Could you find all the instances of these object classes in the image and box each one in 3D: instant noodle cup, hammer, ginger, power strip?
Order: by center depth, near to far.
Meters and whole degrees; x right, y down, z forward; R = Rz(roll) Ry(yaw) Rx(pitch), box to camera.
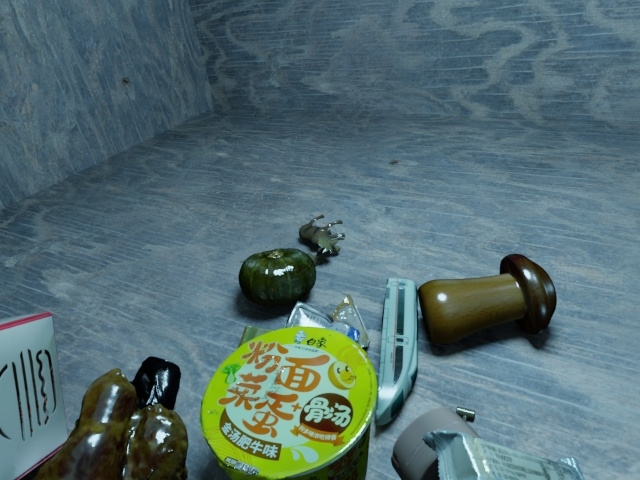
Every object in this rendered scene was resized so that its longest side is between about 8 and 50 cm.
[{"bbox_3d":[-0.379,0.454,0.753,0.254,0.176,0.418,35,52,-12],"label":"ginger"},{"bbox_3d":[0.204,0.368,0.770,0.154,0.154,0.078,-21,31,-18],"label":"power strip"},{"bbox_3d":[-0.040,0.340,0.809,0.312,0.221,0.311,-7,32,4],"label":"instant noodle cup"},{"bbox_3d":[0.273,0.374,0.873,0.036,0.019,0.110,8,41,25],"label":"hammer"}]

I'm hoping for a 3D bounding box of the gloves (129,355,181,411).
[{"bbox_3d":[-0.386,0.356,0.976,0.164,0.124,0.203,-10,47,41],"label":"gloves"}]

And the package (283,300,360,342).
[{"bbox_3d":[-0.012,0.244,1.027,0.173,0.027,0.171,27,59,-2],"label":"package"}]

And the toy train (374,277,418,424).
[{"bbox_3d":[0.180,0.245,1.036,0.088,0.086,0.407,4,34,10],"label":"toy train"}]

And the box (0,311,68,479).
[{"bbox_3d":[-0.720,0.318,0.850,0.313,0.314,0.300,-7,1,3],"label":"box"}]

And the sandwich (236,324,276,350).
[{"bbox_3d":[-0.129,0.304,1.084,0.117,0.144,0.187,9,72,27],"label":"sandwich"}]

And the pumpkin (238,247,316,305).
[{"bbox_3d":[-0.120,0.104,1.266,0.224,0.157,0.223,-8,16,2],"label":"pumpkin"}]

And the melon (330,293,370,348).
[{"bbox_3d":[0.059,0.220,1.103,0.140,0.093,0.202,29,53,28],"label":"melon"}]

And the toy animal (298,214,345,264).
[{"bbox_3d":[0.000,0.000,1.474,0.186,0.093,0.214,-28,29,-34],"label":"toy animal"}]

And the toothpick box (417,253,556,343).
[{"bbox_3d":[0.389,0.143,1.057,0.295,0.192,0.192,-13,32,5],"label":"toothpick box"}]

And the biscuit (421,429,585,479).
[{"bbox_3d":[0.304,0.388,0.659,0.309,0.079,0.186,22,34,-20],"label":"biscuit"}]
